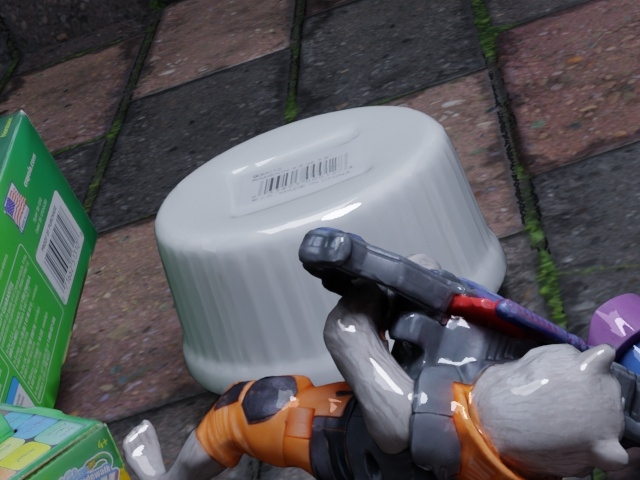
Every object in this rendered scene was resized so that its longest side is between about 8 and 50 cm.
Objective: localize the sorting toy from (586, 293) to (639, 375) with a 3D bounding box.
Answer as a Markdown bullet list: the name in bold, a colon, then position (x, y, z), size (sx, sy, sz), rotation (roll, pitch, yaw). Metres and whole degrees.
- **sorting toy**: position (0.359, 0.026, 1.286), size (0.365, 0.127, 0.126), rotation (-30, 52, -15)

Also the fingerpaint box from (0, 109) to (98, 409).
- **fingerpaint box**: position (-0.412, 0.122, 1.502), size (0.371, 0.163, 0.445), rotation (-14, 37, 18)

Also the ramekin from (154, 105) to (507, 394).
- **ramekin**: position (0.000, 0.000, 1.488), size (0.277, 0.135, 0.277), rotation (-18, 22, 7)

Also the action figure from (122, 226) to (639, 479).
- **action figure**: position (0.084, 0.136, 1.129), size (0.330, 0.341, 0.178), rotation (-27, 46, 53)

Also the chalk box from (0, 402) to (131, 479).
- **chalk box**: position (-0.201, 0.191, 1.203), size (0.132, 0.213, 0.132), rotation (4, 32, 48)
